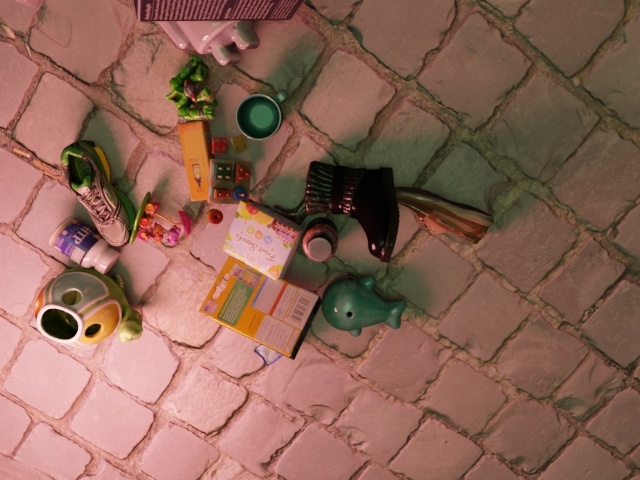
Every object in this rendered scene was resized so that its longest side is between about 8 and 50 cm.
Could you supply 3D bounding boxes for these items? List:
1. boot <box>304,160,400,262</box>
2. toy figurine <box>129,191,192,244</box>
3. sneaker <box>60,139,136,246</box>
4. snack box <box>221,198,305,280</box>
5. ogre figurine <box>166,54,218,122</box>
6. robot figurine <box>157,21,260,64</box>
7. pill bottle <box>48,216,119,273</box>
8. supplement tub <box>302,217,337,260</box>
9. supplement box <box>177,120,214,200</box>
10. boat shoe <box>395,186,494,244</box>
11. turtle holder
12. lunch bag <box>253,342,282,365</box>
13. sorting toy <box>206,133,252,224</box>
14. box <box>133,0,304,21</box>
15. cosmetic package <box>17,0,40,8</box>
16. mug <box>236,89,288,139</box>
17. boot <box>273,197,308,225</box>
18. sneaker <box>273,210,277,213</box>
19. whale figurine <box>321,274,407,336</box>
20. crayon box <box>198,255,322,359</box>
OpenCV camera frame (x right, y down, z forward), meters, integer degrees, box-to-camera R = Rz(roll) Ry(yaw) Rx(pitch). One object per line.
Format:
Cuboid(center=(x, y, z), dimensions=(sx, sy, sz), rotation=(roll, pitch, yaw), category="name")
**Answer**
Cuboid(center=(0.081, -0.086, 1.431), dimensions=(0.260, 0.348, 0.131), rotation=(3, 138, -3), category="boot")
Cuboid(center=(-0.484, -0.043, 1.544), dimensions=(0.159, 0.130, 0.173), rotation=(20, 92, -13), category="toy figurine")
Cuboid(center=(-0.686, -0.130, 1.512), dimensions=(0.134, 0.146, 0.344), rotation=(-23, 104, 7), category="sneaker")
Cuboid(center=(-0.174, -0.003, 1.517), dimensions=(0.207, 0.070, 0.175), rotation=(29, 108, 13), category="snack box")
Cuboid(center=(-0.377, -0.429, 1.446), dimensions=(0.118, 0.097, 0.197), rotation=(-20, 98, 16), category="ogre figurine")
Cuboid(center=(-0.312, -0.650, 1.336), dimensions=(0.300, 0.200, 0.353), rotation=(-30, 102, 17), category="robot figurine")
Cuboid(center=(-0.738, 0.021, 1.570), dimensions=(0.186, 0.112, 0.112), rotation=(35, 103, -8), category="pill bottle")
Cuboid(center=(0.000, 0.000, 1.498), dimensions=(0.106, 0.198, 0.106), rotation=(1, 105, 2), category="supplement tub")
Cuboid(center=(-0.365, -0.241, 1.509), dimensions=(0.078, 0.080, 0.234), rotation=(-5, 103, 4), category="supplement box")
Cuboid(center=(0.359, -0.072, 1.511), dimensions=(0.324, 0.123, 0.116), rotation=(19, 106, -2), category="boat shoe")
Cuboid(center=(-0.735, 0.239, 1.567), dimensions=(0.243, 0.227, 0.320), rotation=(-42, 100, 10), category="turtle holder")
Cuboid(center=(-0.133, 0.313, 1.620), dimensions=(0.151, 0.129, 0.096), rotation=(-36, 101, 11), category="lunch bag")
Cuboid(center=(-0.265, -0.183, 1.497), dimensions=(0.132, 0.046, 0.275), rotation=(-1, 101, -35), category="sorting toy")
Cuboid(center=(-0.241, -0.688, 1.142), dimensions=(0.395, 0.212, 0.294), rotation=(-10, 93, -21), category="box")
Cuboid(center=(-0.798, -0.784, 1.368), dimensions=(0.127, 0.107, 0.238), rotation=(40, 99, -8), category="cosmetic package")
Cuboid(center=(-0.162, -0.364, 1.459), dimensions=(0.157, 0.097, 0.130), rotation=(-8, 104, 3), category="mug")
Cuboid(center=(-0.073, -0.109, 1.554), dimensions=(0.106, 0.037, 0.114), rotation=(39, 106, -21), category="boot")
Cuboid(center=(-0.166, -0.015, 1.571), dimensions=(0.075, 0.057, 0.161), rotation=(2, 108, -5), category="sneaker")
Cuboid(center=(0.138, 0.218, 1.580), dimensions=(0.272, 0.141, 0.216), rotation=(15, 104, -3), category="whale figurine")
Cuboid(center=(-0.183, 0.205, 1.542), dimensions=(0.322, 0.083, 0.203), rotation=(23, 73, 14), category="crayon box")
